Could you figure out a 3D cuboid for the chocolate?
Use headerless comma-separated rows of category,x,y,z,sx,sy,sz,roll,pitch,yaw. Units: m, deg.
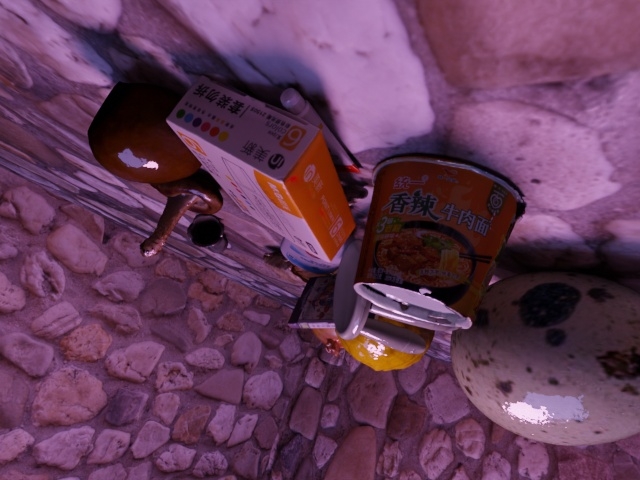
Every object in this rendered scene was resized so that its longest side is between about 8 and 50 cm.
chocolate,-0.260,-0.155,0.633,0.176,0.177,0.177,20,165,6

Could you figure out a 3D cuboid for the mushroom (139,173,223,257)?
mushroom,-0.348,-0.053,0.974,0.226,0.218,0.148,5,158,44

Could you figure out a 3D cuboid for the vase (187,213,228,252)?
vase,-0.368,-0.010,1.382,0.115,0.116,0.237,22,168,-1

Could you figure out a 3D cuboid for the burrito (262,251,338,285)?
burrito,-0.060,0.092,1.322,0.174,0.107,0.347,15,173,-35

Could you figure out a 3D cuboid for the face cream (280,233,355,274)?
face cream,0.000,0.000,0.941,0.162,0.080,0.337,25,161,-5

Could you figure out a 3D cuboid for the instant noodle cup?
instant noodle cup,0.156,0.012,0.598,0.230,0.183,0.230,20,164,6

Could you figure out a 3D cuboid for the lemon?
lemon,0.175,0.215,1.115,0.285,0.286,0.316,20,171,4

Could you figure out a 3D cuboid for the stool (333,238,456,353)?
stool,0.140,0.109,0.817,0.198,0.196,0.195,10,146,-13

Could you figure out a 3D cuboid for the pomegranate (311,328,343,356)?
pomegranate,0.073,0.251,1.359,0.251,0.271,0.229,-1,146,38

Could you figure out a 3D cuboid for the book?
book,0.043,0.142,0.990,0.230,0.158,0.026,-7,128,32

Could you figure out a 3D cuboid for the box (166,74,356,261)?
box,-0.073,-0.094,0.621,0.220,0.091,0.274,29,166,26

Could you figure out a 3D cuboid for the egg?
egg,0.393,0.192,0.701,0.287,0.288,0.379,23,153,-6

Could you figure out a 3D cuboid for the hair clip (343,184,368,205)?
hair clip,0.004,-0.079,0.765,0.225,0.034,0.072,8,160,39

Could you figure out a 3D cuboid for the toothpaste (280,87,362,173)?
toothpaste,0.003,-0.141,0.570,0.048,0.031,0.190,8,162,31
